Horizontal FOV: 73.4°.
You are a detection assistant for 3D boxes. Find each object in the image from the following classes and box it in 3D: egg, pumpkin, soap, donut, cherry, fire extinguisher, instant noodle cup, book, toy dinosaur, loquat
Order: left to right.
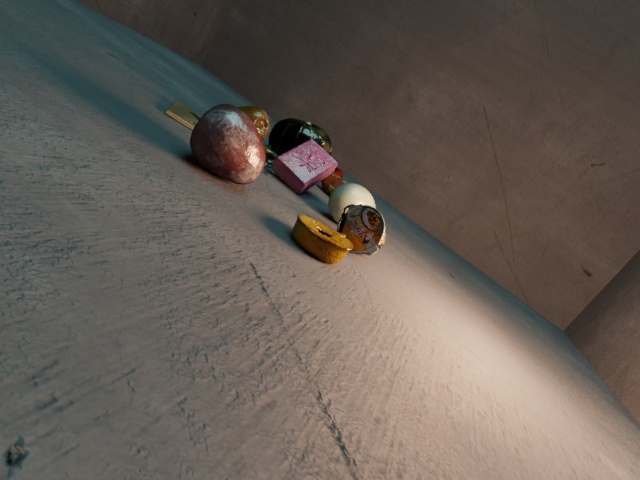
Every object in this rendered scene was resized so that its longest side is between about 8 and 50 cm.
[{"bbox_3d":[-0.520,-0.493,1.759,0.214,0.025,0.283,31,16,-21],"label":"book"},{"bbox_3d":[-0.288,-0.304,1.317,0.285,0.213,0.236,44,23,-4],"label":"cherry"},{"bbox_3d":[-0.328,-0.514,1.926,0.227,0.180,0.179,7,-8,43],"label":"loquat"},{"bbox_3d":[-0.267,-0.380,1.859,0.162,0.077,0.294,38,15,18],"label":"toy dinosaur"},{"bbox_3d":[-0.099,-0.477,2.148,0.322,0.242,0.323,13,29,-7],"label":"pumpkin"},{"bbox_3d":[-0.065,-0.328,1.885,0.181,0.081,0.259,45,48,8],"label":"soap"},{"bbox_3d":[0.000,0.000,1.271,0.190,0.075,0.174,29,16,-6],"label":"donut"},{"bbox_3d":[0.106,-0.235,2.238,0.376,0.113,0.200,46,-24,31],"label":"fire extinguisher"},{"bbox_3d":[0.137,-0.139,1.791,0.183,0.183,0.264,44,10,30],"label":"egg"},{"bbox_3d":[0.159,-0.023,1.545,0.125,0.177,0.209,40,34,-62],"label":"instant noodle cup"}]

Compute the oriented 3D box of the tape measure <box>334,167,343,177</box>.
[{"bbox_3d":[0.016,-0.432,2.578,0.253,0.114,0.260,41,16,20],"label":"tape measure"}]
